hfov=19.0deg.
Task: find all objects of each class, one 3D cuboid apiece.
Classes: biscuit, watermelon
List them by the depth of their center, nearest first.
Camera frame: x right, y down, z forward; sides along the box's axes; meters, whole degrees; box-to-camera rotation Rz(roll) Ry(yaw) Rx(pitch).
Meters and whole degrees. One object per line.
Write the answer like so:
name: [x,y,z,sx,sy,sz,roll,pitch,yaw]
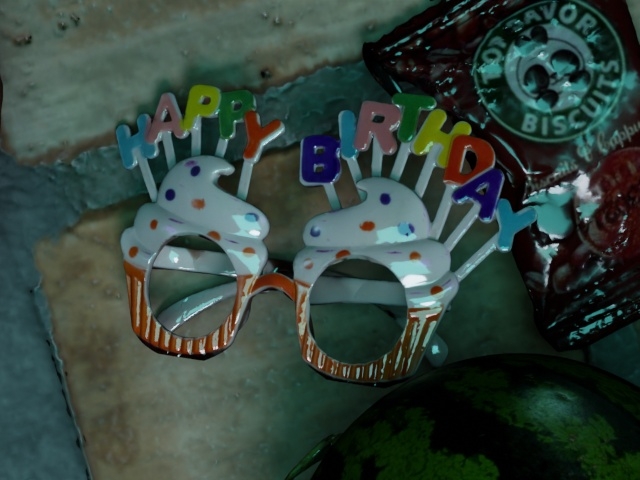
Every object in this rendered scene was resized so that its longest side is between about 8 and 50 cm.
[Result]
watermelon: [0.105,0.184,1.018,0.269,0.269,0.269,0,95,0]
biscuit: [0.139,-0.060,1.094,0.151,0.063,0.235,-32,91,-6]

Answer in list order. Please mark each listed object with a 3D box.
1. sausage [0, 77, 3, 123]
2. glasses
sausage: [-0.257,-0.032,1.054,0.152,0.152,0.280,10,94,-1]
glasses: [-0.001,-0.007,1.091,0.255,0.095,0.162,7,92,17]
